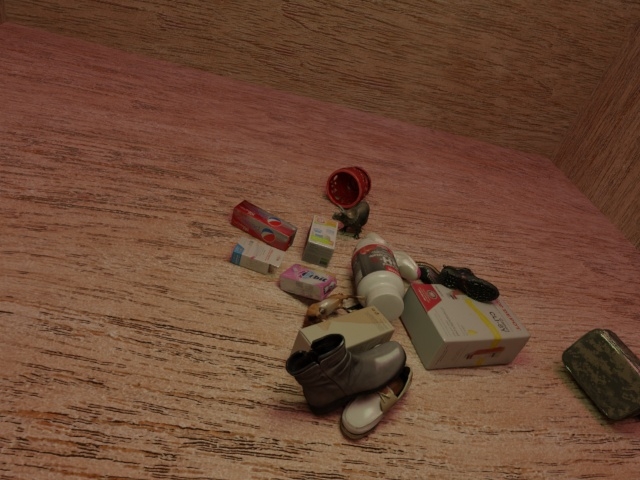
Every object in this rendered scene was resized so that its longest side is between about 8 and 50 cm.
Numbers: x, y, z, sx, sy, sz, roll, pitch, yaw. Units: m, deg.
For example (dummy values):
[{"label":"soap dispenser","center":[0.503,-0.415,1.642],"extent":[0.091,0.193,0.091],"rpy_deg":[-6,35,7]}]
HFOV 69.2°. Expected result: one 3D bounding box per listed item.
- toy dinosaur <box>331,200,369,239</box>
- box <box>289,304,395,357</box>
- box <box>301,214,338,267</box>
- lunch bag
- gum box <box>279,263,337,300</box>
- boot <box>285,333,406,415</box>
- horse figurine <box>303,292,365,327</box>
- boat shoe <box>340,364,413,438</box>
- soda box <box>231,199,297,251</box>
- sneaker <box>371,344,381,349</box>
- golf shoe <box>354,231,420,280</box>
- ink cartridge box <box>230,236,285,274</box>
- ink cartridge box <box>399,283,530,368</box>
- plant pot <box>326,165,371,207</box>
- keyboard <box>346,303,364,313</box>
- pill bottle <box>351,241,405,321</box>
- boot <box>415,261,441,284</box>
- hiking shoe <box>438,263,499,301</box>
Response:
[{"label":"toy dinosaur","center":[0.174,-0.111,2.102],"extent":[0.121,0.160,0.313],"rpy_deg":[36,39,21]},{"label":"box","center":[0.071,0.329,1.481],"extent":[0.311,0.148,0.121],"rpy_deg":[-10,44,-37]},{"label":"box","center":[0.000,0.000,1.918],"extent":[0.114,0.103,0.203],"rpy_deg":[18,35,-4]},{"label":"lunch bag","center":[1.088,0.492,1.702],"extent":[0.256,0.212,0.305],"rpy_deg":[12,35,-40]},{"label":"gum box","center":[-0.041,0.150,1.679],"extent":[0.188,0.062,0.107],"rpy_deg":[13,29,29]},{"label":"boot","center":[0.085,0.339,1.300],"extent":[0.338,0.223,0.118],"rpy_deg":[-29,37,-14]},{"label":"horse figurine","center":[0.031,0.243,1.609],"extent":[0.263,0.066,0.174],"rpy_deg":[-30,23,-36]},{"label":"boat shoe","center":[0.171,0.463,1.383],"extent":[0.113,0.103,0.302],"rpy_deg":[37,39,23]},{"label":"soda box","center":[-0.232,-0.060,1.895],"extent":[0.263,0.092,0.083],"rpy_deg":[27,37,10]},{"label":"sneaker","center":[0.141,0.423,1.452],"extent":[0.212,0.094,0.080],"rpy_deg":[-31,38,-20]},{"label":"golf shoe","center":[0.274,0.088,1.947],"extent":[0.306,0.115,0.140],"rpy_deg":[35,48,30]},{"label":"ink cartridge box","center":[-0.234,0.063,1.756],"extent":[0.181,0.062,0.104],"rpy_deg":[19,36,0]},{"label":"ink cartridge box","center":[0.520,0.306,1.713],"extent":[0.384,0.160,0.279],"rpy_deg":[2,38,-23]},{"label":"plant pot","center":[0.151,-0.270,2.282],"extent":[0.191,0.191,0.174],"rpy_deg":[34,32,18]},{"label":"keyboard","center":[0.192,0.264,1.730],"extent":[0.180,0.023,0.108],"rpy_deg":[-14,47,-37]},{"label":"pill bottle","center":[0.215,0.155,1.726],"extent":[0.176,0.176,0.318],"rpy_deg":[13,29,-10]},{"label":"boot","center":[0.456,0.174,1.940],"extent":[0.198,0.077,0.137],"rpy_deg":[23,40,6]},{"label":"hiking shoe","center":[0.562,0.145,1.739],"extent":[0.227,0.086,0.114],"rpy_deg":[23,36,11]}]
